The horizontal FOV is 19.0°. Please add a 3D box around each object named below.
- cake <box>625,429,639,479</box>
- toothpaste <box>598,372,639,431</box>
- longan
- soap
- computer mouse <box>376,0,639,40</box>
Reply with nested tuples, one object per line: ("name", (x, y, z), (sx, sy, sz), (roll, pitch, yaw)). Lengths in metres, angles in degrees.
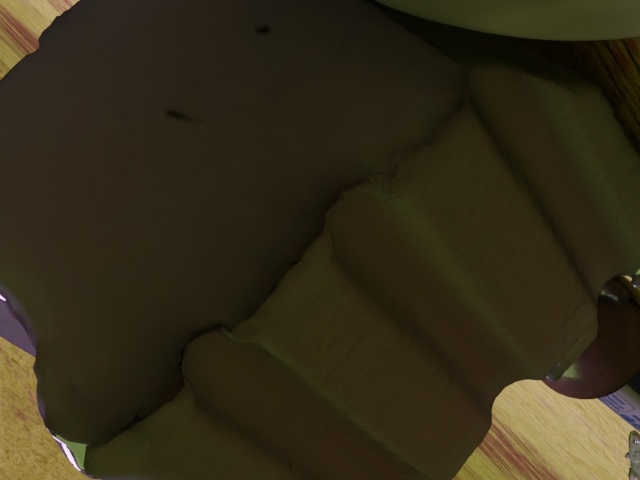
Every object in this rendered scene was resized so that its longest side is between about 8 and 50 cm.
("cake", (0.365, 0.243, 1.897), (0.100, 0.099, 0.235), (37, 159, 31))
("toothpaste", (0.295, 0.150, 1.751), (0.268, 0.047, 0.069), (41, 153, -27))
("longan", (0.217, 0.072, 1.543), (0.106, 0.106, 0.119), (35, 129, 30))
("soap", (0.000, 0.000, 1.139), (0.213, 0.350, 0.435), (45, -178, 25))
("computer mouse", (0.061, -0.166, 0.864), (0.297, 0.121, 0.184), (32, 167, 51))
